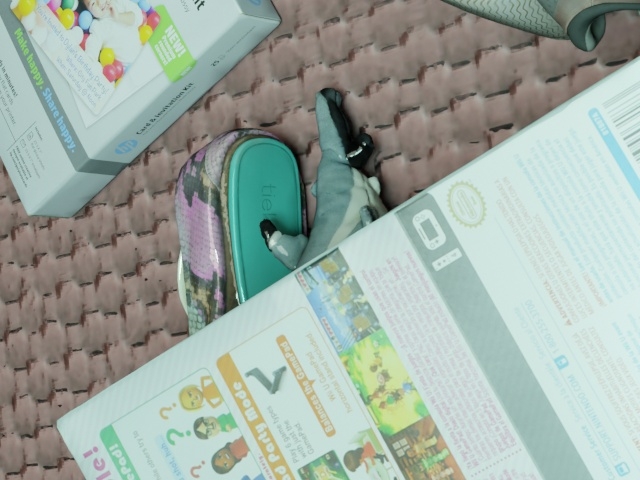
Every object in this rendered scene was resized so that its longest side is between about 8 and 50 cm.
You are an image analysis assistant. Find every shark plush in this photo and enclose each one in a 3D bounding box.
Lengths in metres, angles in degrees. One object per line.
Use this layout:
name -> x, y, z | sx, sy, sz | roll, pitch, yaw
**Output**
shark plush -> 0.000, 0.000, 0.786 | 0.067, 0.073, 0.161 | -1, 82, 8

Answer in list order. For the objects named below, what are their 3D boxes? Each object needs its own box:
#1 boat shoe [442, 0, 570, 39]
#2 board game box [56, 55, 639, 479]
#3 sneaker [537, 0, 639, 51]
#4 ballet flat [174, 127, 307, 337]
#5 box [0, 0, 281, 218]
boat shoe -> 0.014, -0.209, 0.761 | 0.324, 0.123, 0.116 | 42, 110, 28
board game box -> 0.072, 0.097, 0.670 | 0.303, 0.097, 0.224 | -31, 80, 19
sneaker -> 0.147, -0.117, 0.595 | 0.158, 0.061, 0.065 | -22, 106, 38
ballet flat -> -0.040, 0.054, 0.828 | 0.079, 0.077, 0.221 | -21, 71, 53
box -> -0.123, -0.123, 0.906 | 0.186, 0.038, 0.145 | -38, 68, 28
